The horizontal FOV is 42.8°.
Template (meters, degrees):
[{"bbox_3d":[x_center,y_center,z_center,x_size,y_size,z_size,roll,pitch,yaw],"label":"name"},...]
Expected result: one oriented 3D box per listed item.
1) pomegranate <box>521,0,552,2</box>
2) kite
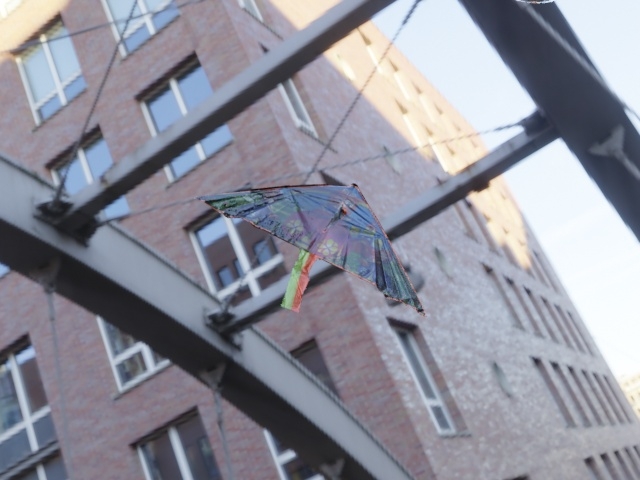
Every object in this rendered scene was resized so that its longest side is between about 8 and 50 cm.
[{"bbox_3d":[0.266,-0.387,0.929,0.222,0.204,0.276,-38,2,7],"label":"pomegranate"},{"bbox_3d":[0.000,0.000,0.604,0.159,0.190,0.010,-54,-11,-50],"label":"kite"}]
